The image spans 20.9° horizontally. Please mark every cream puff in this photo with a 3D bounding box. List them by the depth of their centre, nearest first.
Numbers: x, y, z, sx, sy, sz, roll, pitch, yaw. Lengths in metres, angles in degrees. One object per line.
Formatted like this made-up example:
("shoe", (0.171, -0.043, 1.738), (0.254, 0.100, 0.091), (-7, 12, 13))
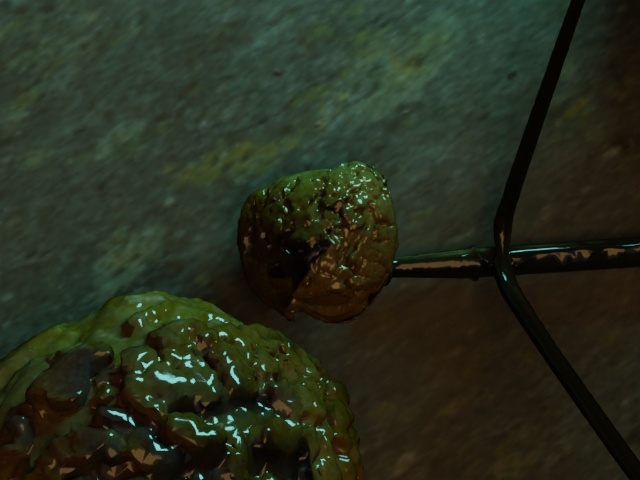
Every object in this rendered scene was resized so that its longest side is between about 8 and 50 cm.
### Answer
("cream puff", (-0.111, 0.211, 1.215), (0.327, 0.231, 0.343), (41, 74, -33))
("cream puff", (0.000, 0.000, 1.306), (0.133, 0.104, 0.119), (-39, 69, 24))

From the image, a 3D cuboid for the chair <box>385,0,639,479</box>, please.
("chair", (0.317, -0.027, 1.226), (0.410, 0.362, 0.364), (-1, 125, -23))
